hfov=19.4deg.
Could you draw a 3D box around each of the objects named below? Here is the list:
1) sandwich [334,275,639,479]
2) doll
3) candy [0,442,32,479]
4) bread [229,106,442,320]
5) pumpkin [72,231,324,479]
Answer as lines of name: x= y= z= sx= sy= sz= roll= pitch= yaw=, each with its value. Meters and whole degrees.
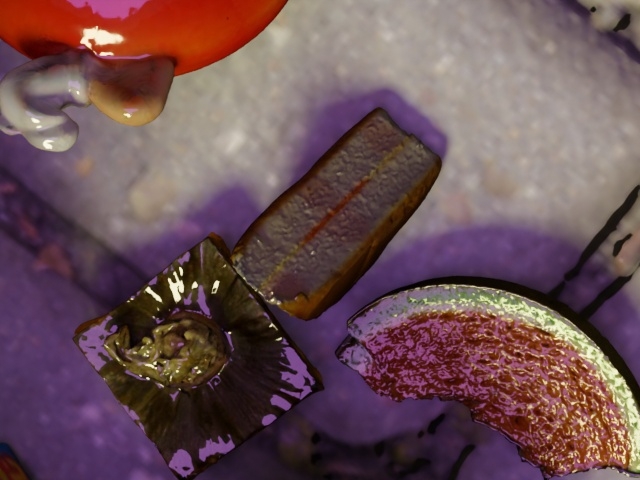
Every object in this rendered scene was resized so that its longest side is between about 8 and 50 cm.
sandwich: x=0.076 y=0.051 z=0.752 sx=0.135 sy=0.029 sz=0.067 roll=24 pitch=104 yaw=5
doll: x=-0.095 y=-0.110 z=0.714 sx=0.217 sy=0.085 sz=0.183 roll=-6 pitch=61 yaw=1
candy: x=-0.214 y=0.146 z=0.662 sx=0.157 sy=0.306 sz=0.100 roll=-40 pitch=71 yaw=11
bread: x=0.000 y=0.000 z=0.748 sx=0.043 sy=0.109 sz=0.062 roll=39 pitch=144 yaw=7
pumpkin: x=-0.049 y=0.047 z=0.759 sx=0.074 sy=0.054 sz=0.083 roll=-38 pitch=84 yaw=6
